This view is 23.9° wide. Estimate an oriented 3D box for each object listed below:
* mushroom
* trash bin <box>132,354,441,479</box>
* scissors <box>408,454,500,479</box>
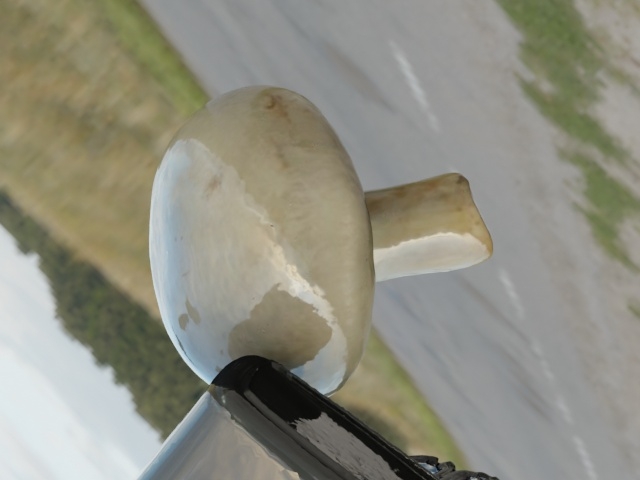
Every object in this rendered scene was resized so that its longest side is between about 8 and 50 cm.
[{"bbox_3d":[0.000,0.000,0.963,0.207,0.215,0.207,171,90,-80],"label":"mushroom"},{"bbox_3d":[-0.063,0.225,0.823,0.209,0.290,0.182,37,-172,3],"label":"trash bin"},{"bbox_3d":[0.042,0.214,1.148,0.109,0.022,0.300,14,-166,30],"label":"scissors"}]
